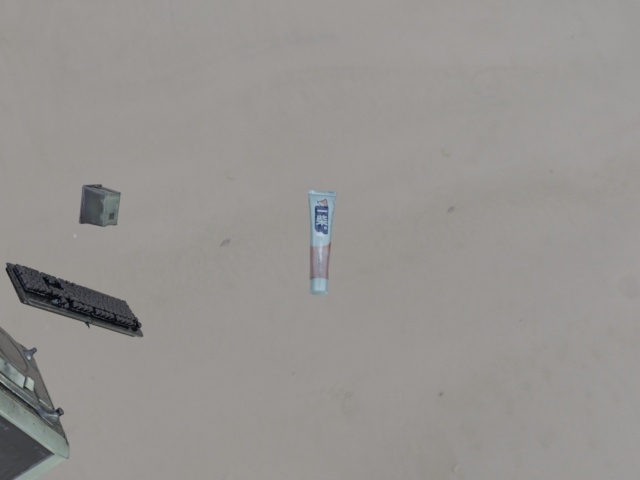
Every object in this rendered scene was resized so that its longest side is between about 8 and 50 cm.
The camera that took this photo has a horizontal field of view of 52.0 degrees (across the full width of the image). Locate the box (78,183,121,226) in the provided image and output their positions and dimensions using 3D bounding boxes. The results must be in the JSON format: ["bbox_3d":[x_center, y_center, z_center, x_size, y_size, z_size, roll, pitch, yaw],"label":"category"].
[{"bbox_3d":[-0.464,-0.072,1.385,0.063,0.060,0.085,13,100,21],"label":"box"}]

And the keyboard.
[{"bbox_3d":[-0.348,0.090,0.952,0.025,0.230,0.094,-46,59,4],"label":"keyboard"}]

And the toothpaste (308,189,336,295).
[{"bbox_3d":[0.000,0.000,1.236,0.056,0.036,0.205,5,70,-8],"label":"toothpaste"}]

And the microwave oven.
[{"bbox_3d":[-0.670,0.257,1.175,0.247,0.394,0.333,-36,45,-11],"label":"microwave oven"}]
